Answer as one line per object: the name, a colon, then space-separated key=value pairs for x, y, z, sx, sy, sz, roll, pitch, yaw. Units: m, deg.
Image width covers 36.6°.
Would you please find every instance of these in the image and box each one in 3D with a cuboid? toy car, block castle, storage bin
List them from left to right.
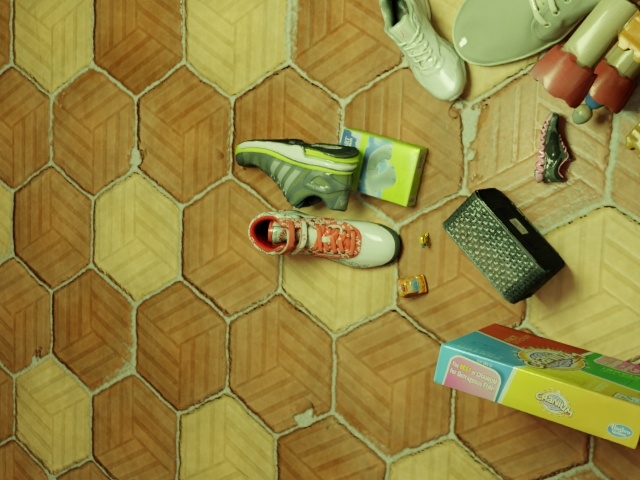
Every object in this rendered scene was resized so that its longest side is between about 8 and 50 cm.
toy car: x=0.161 y=0.045 z=1.739 sx=0.060 sy=0.040 sz=0.122 roll=7 pitch=99 yaw=30
storage bin: x=0.304 y=0.006 z=1.603 sx=0.084 sy=0.122 sz=0.180 roll=-47 pitch=72 yaw=26
block castle: x=0.526 y=-0.128 z=1.356 sx=0.453 sy=0.303 sz=0.213 roll=46 pitch=116 yaw=20

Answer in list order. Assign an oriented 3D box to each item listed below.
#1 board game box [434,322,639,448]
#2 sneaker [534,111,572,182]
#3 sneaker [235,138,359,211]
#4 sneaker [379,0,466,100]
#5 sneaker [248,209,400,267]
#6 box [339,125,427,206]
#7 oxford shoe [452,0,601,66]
board game box: x=0.371 y=0.218 z=1.517 sx=0.316 sy=0.242 sz=0.064 roll=15 pitch=101 yaw=28
sneaker: x=0.386 y=-0.151 z=1.591 sx=0.057 sy=0.047 sz=0.119 roll=9 pitch=103 yaw=13
sneaker: x=-0.054 y=-0.123 z=1.785 sx=0.300 sy=0.111 sz=0.121 roll=14 pitch=105 yaw=47
sneaker: x=0.162 y=-0.337 z=1.655 sx=0.090 sy=0.115 sz=0.232 roll=-37 pitch=77 yaw=28
sneaker: x=-0.001 y=0.001 z=1.769 sx=0.270 sy=0.145 sz=0.090 roll=13 pitch=102 yaw=29
box: x=0.097 y=-0.137 z=1.757 sx=0.178 sy=0.042 sz=0.109 roll=18 pitch=104 yaw=27
oxford shoe: x=0.376 y=-0.407 z=1.500 sx=0.449 sy=0.130 sz=0.169 roll=-23 pitch=90 yaw=40
